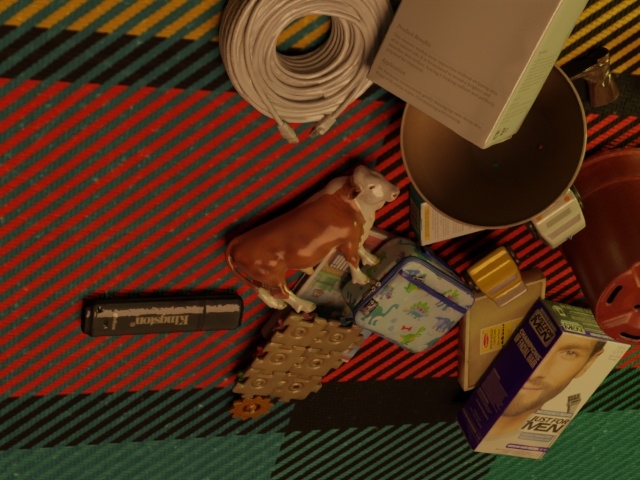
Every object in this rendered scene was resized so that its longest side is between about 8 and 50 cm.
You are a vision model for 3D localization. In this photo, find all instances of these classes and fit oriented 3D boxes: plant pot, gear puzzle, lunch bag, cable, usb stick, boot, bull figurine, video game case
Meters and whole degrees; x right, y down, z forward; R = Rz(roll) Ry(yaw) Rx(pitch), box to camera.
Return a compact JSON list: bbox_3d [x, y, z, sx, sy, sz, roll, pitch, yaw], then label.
[{"bbox_3d":[0.555,0.023,1.967,0.273,0.265,0.272,-2,131,-2],"label":"plant pot"},{"bbox_3d":[-0.065,0.233,2.064,0.176,0.044,0.339,11,134,-30],"label":"gear puzzle"},{"bbox_3d":[0.160,0.099,1.998,0.176,0.090,0.219,-45,132,14],"label":"lunch bag"},{"bbox_3d":[-0.018,-0.293,1.620,0.257,0.089,0.257,-38,132,10],"label":"cable"},{"bbox_3d":[-0.266,0.127,1.907,0.278,0.045,0.077,-1,130,-22],"label":"usb stick"},{"bbox_3d":[0.287,-0.160,1.770,0.284,0.284,0.191,-42,168,15],"label":"plant pot"},{"bbox_3d":[0.450,-0.259,1.883,0.106,0.037,0.114,-26,138,3],"label":"boot"},{"bbox_3d":[0.000,0.000,1.859,0.310,0.101,0.188,-24,113,5],"label":"bull figurine"},{"bbox_3d":[0.050,0.096,2.027,0.204,0.025,0.285,20,119,-34],"label":"video game case"}]

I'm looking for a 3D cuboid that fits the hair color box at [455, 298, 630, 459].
[{"bbox_3d":[0.443,0.286,2.248,0.185,0.110,0.338,12,121,-29],"label":"hair color box"}]

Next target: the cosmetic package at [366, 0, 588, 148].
[{"bbox_3d":[0.250,-0.348,1.553,0.156,0.217,0.385,-25,147,-60],"label":"cosmetic package"}]

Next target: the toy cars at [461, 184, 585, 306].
[{"bbox_3d":[0.364,0.022,1.944,0.176,0.087,0.393,-24,163,-32],"label":"toy cars"}]

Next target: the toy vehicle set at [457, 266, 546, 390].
[{"bbox_3d":[0.358,0.180,2.219,0.166,0.035,0.266,-14,133,-11],"label":"toy vehicle set"}]

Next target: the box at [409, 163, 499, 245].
[{"bbox_3d":[0.279,-0.073,1.950,0.244,0.060,0.100,-14,133,-11],"label":"box"}]
